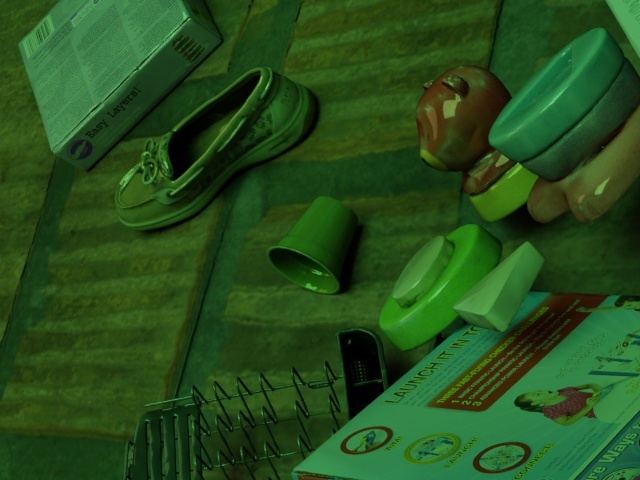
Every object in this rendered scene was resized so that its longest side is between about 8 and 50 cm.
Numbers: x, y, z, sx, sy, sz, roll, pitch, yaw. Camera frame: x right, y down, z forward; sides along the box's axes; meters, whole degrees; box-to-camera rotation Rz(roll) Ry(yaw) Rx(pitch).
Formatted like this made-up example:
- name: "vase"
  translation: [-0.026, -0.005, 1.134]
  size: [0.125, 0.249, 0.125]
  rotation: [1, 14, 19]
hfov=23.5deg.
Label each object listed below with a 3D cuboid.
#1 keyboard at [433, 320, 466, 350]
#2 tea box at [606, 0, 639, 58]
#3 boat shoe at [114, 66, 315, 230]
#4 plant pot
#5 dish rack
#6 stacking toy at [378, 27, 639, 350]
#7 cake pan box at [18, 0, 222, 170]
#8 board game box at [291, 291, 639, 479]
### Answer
- name: "keyboard"
  translation: [0.128, 0.137, 1.394]
  size: [0.100, 0.038, 0.192]
  rotation: [-3, 63, 41]
- name: "tea box"
  translation: [0.404, -0.237, 1.231]
  size: [0.323, 0.220, 0.329]
  rotation: [-38, 46, 19]
- name: "boat shoe"
  translation: [-0.139, -0.109, 1.747]
  size: [0.285, 0.089, 0.104]
  rotation: [-33, 48, 24]
- name: "plant pot"
  translation: [0.000, 0.000, 1.572]
  size: [0.083, 0.083, 0.079]
  rotation: [6, 57, 44]
- name: "dish rack"
  translation: [-0.058, 0.207, 1.435]
  size: [0.272, 0.074, 0.208]
  rotation: [-12, 53, 7]
- name: "stacking toy"
  translation: [0.133, -0.055, 1.307]
  size: [0.279, 0.130, 0.309]
  rotation: [-50, 10, -18]
- name: "cake pan box"
  translation: [-0.267, -0.250, 1.968]
  size: [0.267, 0.070, 0.245]
  rotation: [-43, 42, 15]
- name: "board game box"
  translation: [0.191, 0.147, 1.167]
  size: [0.302, 0.086, 0.308]
  rotation: [1, 26, 43]
